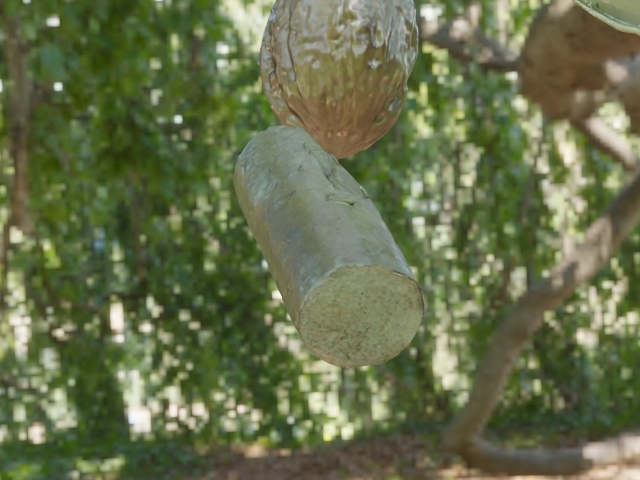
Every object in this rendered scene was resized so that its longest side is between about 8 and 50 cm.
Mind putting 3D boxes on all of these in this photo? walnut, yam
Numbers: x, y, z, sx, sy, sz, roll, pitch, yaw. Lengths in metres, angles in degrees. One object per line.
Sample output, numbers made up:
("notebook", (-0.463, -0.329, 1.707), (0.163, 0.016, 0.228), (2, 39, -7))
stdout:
("walnut", (0.019, -0.189, 1.530), (0.178, 0.230, 0.178), (5, -22, 2))
("yam", (0.000, 0.000, 1.139), (0.106, 0.106, 0.259), (-3, 28, -13))

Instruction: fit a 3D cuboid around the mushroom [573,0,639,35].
("mushroom", (0.385, -0.261, 1.309), (0.212, 0.217, 0.292), (-4, 35, -32))
